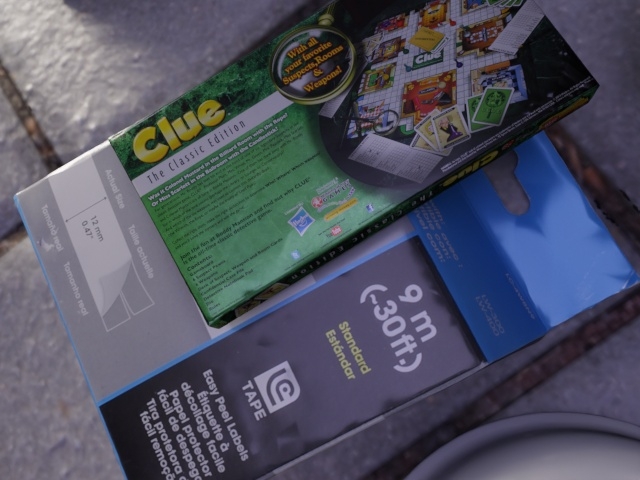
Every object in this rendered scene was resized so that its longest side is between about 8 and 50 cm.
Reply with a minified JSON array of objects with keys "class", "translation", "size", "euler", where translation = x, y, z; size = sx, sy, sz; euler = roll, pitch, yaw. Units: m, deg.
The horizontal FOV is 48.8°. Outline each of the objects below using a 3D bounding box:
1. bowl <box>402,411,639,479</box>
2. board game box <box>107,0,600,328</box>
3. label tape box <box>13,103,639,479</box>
[{"class":"bowl","translation":[0.148,0.231,0.363],"size":[0.297,0.134,0.298],"euler":[-3,68,8]},{"class":"board game box","translation":[0.015,-0.072,0.423],"size":[0.259,0.030,0.136],"euler":[-31,77,0]},{"class":"label tape box","translation":[0.000,0.000,0.482],"size":[0.347,0.115,0.249],"euler":[-29,75,9]}]
